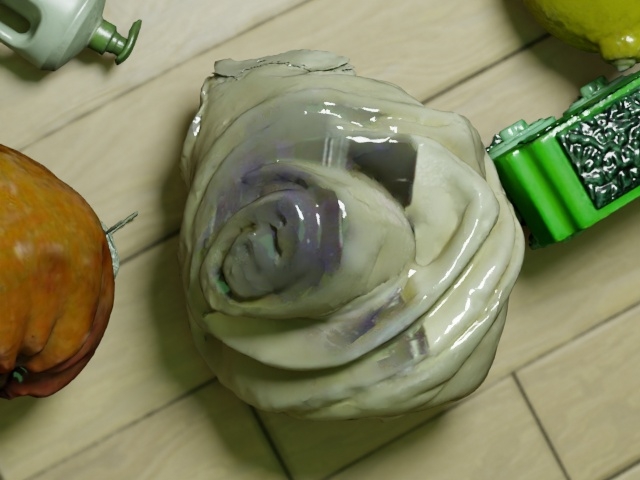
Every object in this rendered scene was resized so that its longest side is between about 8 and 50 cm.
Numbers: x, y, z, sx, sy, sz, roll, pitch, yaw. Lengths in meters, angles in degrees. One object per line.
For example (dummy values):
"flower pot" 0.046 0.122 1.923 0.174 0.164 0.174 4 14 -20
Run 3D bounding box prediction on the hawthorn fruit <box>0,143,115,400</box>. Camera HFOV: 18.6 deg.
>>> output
"hawthorn fruit" -0.339 0.014 1.769 0.277 0.277 0.298 -28 68 -10

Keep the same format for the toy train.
"toy train" 0.274 -0.086 1.916 0.243 0.188 0.132 -31 92 -10

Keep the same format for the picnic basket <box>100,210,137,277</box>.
"picnic basket" -0.214 -0.001 1.884 0.083 0.065 0.083 -30 89 6

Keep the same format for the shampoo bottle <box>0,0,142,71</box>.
"shampoo bottle" -0.283 -0.237 1.866 0.234 0.087 0.118 29 80 -9

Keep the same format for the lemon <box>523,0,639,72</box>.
"lemon" 0.276 -0.282 1.917 0.184 0.184 0.248 -8 62 -11

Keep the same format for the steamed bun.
"steamed bun" 0.000 0.000 1.799 0.346 0.237 0.394 -43 84 8
